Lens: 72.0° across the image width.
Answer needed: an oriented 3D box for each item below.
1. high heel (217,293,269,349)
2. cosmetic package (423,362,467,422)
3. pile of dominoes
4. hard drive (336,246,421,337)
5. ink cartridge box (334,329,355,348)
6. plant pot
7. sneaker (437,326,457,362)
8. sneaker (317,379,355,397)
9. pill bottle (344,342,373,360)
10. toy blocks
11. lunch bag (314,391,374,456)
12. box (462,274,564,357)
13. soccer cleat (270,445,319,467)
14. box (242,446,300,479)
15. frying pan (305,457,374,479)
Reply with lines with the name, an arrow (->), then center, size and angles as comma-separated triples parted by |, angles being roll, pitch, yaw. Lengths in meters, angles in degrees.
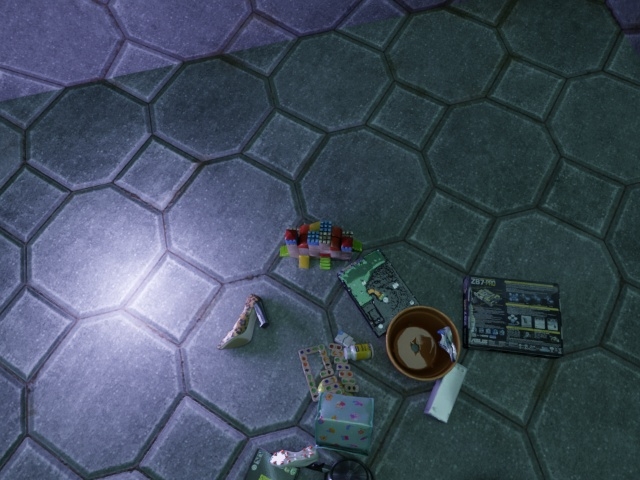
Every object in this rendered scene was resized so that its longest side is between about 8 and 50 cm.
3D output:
high heel -> -0.356, 0.359, 1.945 | 0.261, 0.093, 0.186 | -32, 49, 3
cosmetic package -> 0.505, 0.611, 1.787 | 0.085, 0.117, 0.231 | 26, 71, 11
pile of dominoes -> 0.033, 0.534, 1.825 | 0.195, 0.040, 0.251 | -13, 51, -12
hard drive -> 0.258, 0.229, 1.965 | 0.236, 0.064, 0.339 | -32, 73, -10
ink cartridge box -> 0.109, 0.434, 1.907 | 0.083, 0.028, 0.048 | 31, 61, 12
plant pot -> 0.406, 0.430, 1.810 | 0.290, 0.203, 0.291 | -1, 70, 2
sneaker -> 0.485, 0.402, 1.690 | 0.058, 0.052, 0.135 | -13, 62, 7
sneaker -> 0.085, 0.629, 1.814 | 0.208, 0.081, 0.094 | 14, 64, 5
pill bottle -> 0.161, 0.474, 1.865 | 0.116, 0.065, 0.065 | -5, 69, -12
toy blocks -> 0.000, 0.000, 1.953 | 0.381, 0.261, 0.191 | 4, 70, 3
lunch bag -> 0.089, 0.730, 1.698 | 0.223, 0.263, 0.160 | 6, 32, 6
box -> 0.819, 0.325, 1.894 | 0.394, 0.097, 0.319 | 5, 72, 4
soccer cleat -> -0.098, 0.849, 1.705 | 0.196, 0.076, 0.068 | -15, 32, 10
box -> -0.202, 0.942, 1.724 | 0.190, 0.045, 0.184 | 23, 69, 11
frying pan -> 0.066, 0.882, 1.705 | 0.197, 0.053, 0.326 | -20, 33, -38
